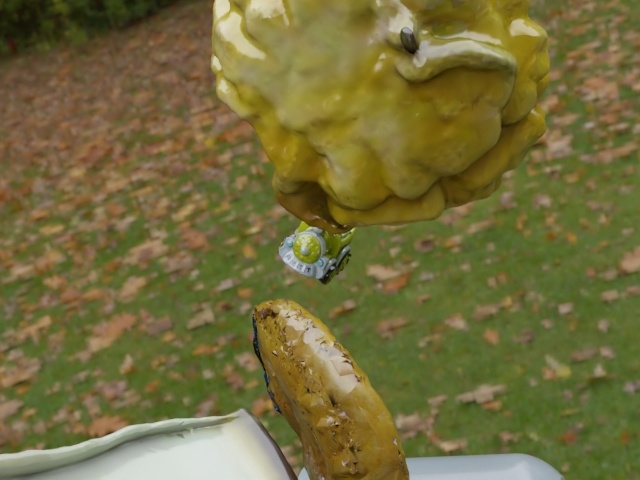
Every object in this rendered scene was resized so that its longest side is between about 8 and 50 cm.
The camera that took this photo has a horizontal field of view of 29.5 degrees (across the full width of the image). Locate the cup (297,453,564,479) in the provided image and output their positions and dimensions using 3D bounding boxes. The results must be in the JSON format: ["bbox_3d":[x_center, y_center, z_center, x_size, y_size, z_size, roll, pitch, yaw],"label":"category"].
[{"bbox_3d":[0.136,0.357,1.435,0.312,0.206,0.205,-7,21,15],"label":"cup"}]

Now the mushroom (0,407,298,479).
[{"bbox_3d":[-0.149,0.236,0.699,0.292,0.212,0.217,7,43,-42],"label":"mushroom"}]

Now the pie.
[{"bbox_3d":[0.007,0.164,1.059,0.069,0.273,0.273,-20,20,-13],"label":"pie"}]

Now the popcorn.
[{"bbox_3d":[0.061,-0.190,1.228,0.348,0.349,0.382,-12,21,12],"label":"popcorn"}]

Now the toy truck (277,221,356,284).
[{"bbox_3d":[0.000,0.000,1.449,0.076,0.077,0.111,32,23,10],"label":"toy truck"}]
